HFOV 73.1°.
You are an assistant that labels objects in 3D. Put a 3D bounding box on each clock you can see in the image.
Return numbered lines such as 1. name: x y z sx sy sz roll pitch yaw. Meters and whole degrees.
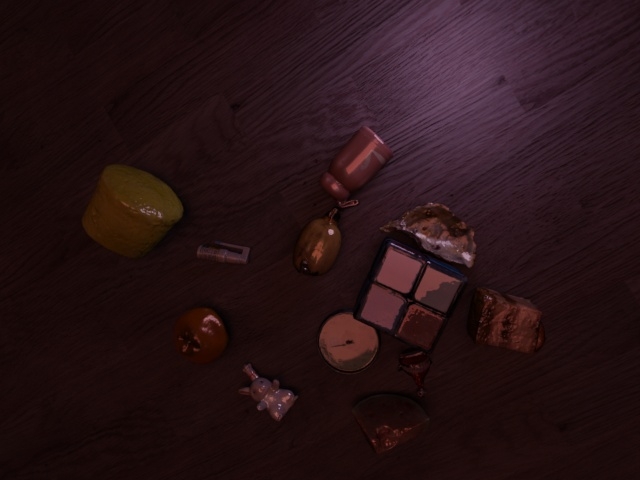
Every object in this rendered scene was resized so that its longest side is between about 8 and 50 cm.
1. clock: 0.116 0.429 1.822 0.280 0.055 0.281 1 94 8

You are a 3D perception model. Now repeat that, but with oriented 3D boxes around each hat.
1. hat: 0.409 0.545 1.777 0.140 0.129 0.227 -22 110 -14

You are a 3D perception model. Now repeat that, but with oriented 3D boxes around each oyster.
1. oyster: 0.451 -0.042 1.727 0.396 0.111 0.204 26 80 6

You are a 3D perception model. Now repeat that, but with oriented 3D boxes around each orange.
1. orange: -0.514 0.404 1.848 0.248 0.183 0.249 1 96 9

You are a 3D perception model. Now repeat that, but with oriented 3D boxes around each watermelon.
1. watermelon: 0.285 0.760 1.750 0.318 0.226 0.148 -2 121 20

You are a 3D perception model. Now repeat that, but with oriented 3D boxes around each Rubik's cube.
1. Rubik's cube: 0.328 0.191 1.642 0.313 0.318 0.316 25 99 5

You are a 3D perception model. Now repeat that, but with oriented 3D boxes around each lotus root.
1. lotus root: 0.000 0.000 1.752 0.182 0.183 0.310 24 93 6

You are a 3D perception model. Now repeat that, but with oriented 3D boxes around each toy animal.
1. toy animal: -0.238 0.653 1.846 0.282 0.138 0.140 38 67 0

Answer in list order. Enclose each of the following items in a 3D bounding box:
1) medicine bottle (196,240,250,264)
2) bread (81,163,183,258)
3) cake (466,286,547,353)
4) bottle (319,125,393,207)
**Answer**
1. medicine bottle: -0.419 0.052 1.874 0.220 0.061 0.092 10 77 7
2. bread: -0.785 -0.119 1.784 0.348 0.348 0.308 45 106 3
3. cake: 0.726 0.309 1.650 0.292 0.196 0.199 12 94 8
4. bottle: 0.141 -0.278 1.703 0.297 0.173 0.206 -46 80 9
